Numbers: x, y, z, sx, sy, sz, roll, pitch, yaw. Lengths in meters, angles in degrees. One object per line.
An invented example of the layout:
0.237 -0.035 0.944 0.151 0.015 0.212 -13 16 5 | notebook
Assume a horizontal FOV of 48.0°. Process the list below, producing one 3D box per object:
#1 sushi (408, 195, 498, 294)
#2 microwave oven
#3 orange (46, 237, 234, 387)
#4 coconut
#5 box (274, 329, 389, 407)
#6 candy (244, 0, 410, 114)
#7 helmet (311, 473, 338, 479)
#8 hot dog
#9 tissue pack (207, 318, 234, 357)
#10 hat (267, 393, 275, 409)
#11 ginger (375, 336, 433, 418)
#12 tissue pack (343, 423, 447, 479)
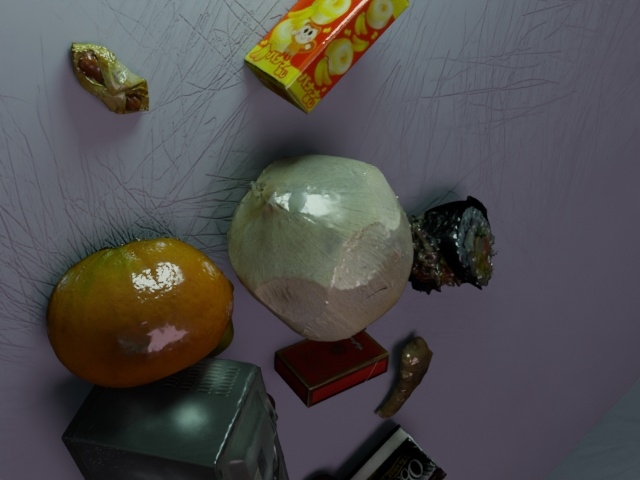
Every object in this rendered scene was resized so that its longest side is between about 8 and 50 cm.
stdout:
0.300 0.020 1.771 0.238 0.219 0.225 56 40 -20 | sushi
-0.255 0.454 1.447 0.236 0.375 0.432 -66 156 -46 | microwave oven
-0.333 0.137 1.295 0.274 0.310 0.274 -3 90 -68 | orange
0.000 0.000 1.392 0.346 0.346 0.360 -43 143 -7 | coconut
0.028 0.296 1.751 0.240 0.153 0.074 -19 124 -29 | box
0.010 -0.370 1.280 0.276 0.146 0.088 -49 139 -3 | candy
0.001 0.717 2.078 0.123 0.070 0.098 -40 169 -37 | helmet
-0.327 -0.246 1.144 0.078 0.061 0.169 -50 137 2 | hot dog
-0.242 0.148 1.443 0.127 0.123 0.178 -24 128 -18 | tissue pack
-0.199 0.435 1.706 0.205 0.089 0.205 -25 131 -32 | hat
0.239 0.402 2.057 0.131 0.086 0.294 -22 140 -56 | ginger
0.179 0.755 2.152 0.370 0.198 0.210 -45 155 -6 | tissue pack
